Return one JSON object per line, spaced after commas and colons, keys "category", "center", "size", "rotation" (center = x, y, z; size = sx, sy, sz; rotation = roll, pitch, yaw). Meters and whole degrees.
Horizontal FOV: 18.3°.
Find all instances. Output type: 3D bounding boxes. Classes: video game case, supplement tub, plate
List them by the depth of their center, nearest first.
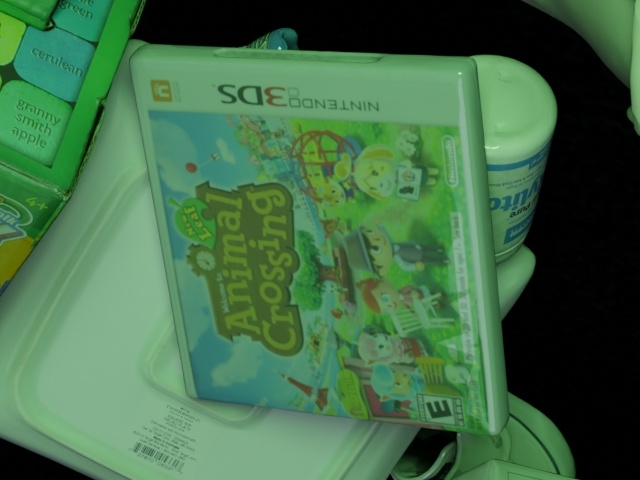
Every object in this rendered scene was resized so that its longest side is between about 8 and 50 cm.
{"category": "video game case", "center": [0.000, 0.000, 1.061], "size": [0.193, 0.023, 0.212], "rotation": [5, 118, 25]}
{"category": "supplement tub", "center": [0.087, -0.042, 1.072], "size": [0.071, 0.071, 0.107], "rotation": [12, 145, 6]}
{"category": "plate", "center": [-0.057, 0.060, 1.169], "size": [0.277, 0.045, 0.278], "rotation": [28, 114, -11]}

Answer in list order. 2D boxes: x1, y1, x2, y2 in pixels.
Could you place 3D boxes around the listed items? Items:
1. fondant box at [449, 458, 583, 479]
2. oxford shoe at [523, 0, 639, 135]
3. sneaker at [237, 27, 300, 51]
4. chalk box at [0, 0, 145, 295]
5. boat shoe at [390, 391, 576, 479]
{"category": "fondant box", "center": [0.177, 0.256, 1.351], "size": [0.330, 0.096, 0.238], "rotation": [17, 148, -29]}
{"category": "oxford shoe", "center": [0.186, -0.076, 0.790], "size": [0.449, 0.130, 0.169], "rotation": [35, 157, 38]}
{"category": "sneaker", "center": [0.005, -0.059, 1.079], "size": [0.135, 0.052, 0.058], "rotation": [46, 124, -9]}
{"category": "chalk box", "center": [-0.209, -0.087, 1.030], "size": [0.180, 0.179, 0.289], "rotation": [25, 144, -13]}
{"category": "boat shoe", "center": [0.072, 0.127, 1.293], "size": [0.095, 0.084, 0.258], "rotation": [-22, 130, 40]}
